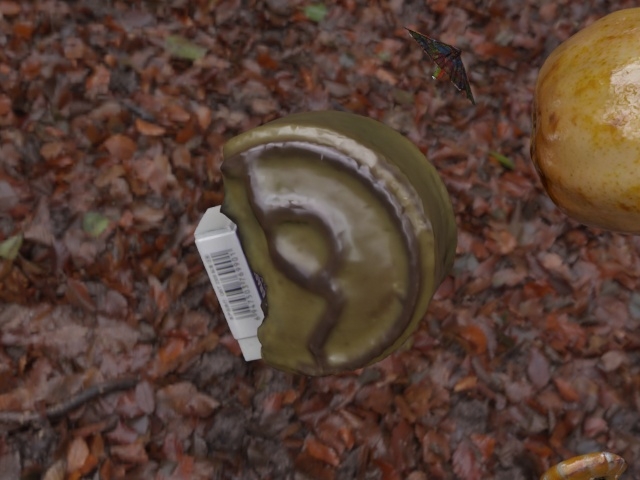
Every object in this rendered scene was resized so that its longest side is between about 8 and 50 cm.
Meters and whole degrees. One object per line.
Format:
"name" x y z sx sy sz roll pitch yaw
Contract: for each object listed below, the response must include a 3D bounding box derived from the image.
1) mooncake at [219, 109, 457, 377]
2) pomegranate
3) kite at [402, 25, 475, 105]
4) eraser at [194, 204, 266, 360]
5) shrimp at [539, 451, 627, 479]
"mooncake" 0.000 0.000 1.275 0.394 0.393 0.246 44 30 0
"pomegranate" 0.275 -0.095 0.698 0.207 0.207 0.207 6 50 -8
"kite" 0.268 -0.394 1.804 0.014 0.183 0.241 -43 86 -12
"eraser" -0.144 0.077 1.544 0.081 0.279 0.124 -14 24 11
"shrimp" 0.421 0.415 1.389 0.150 0.248 0.068 0 53 -15
